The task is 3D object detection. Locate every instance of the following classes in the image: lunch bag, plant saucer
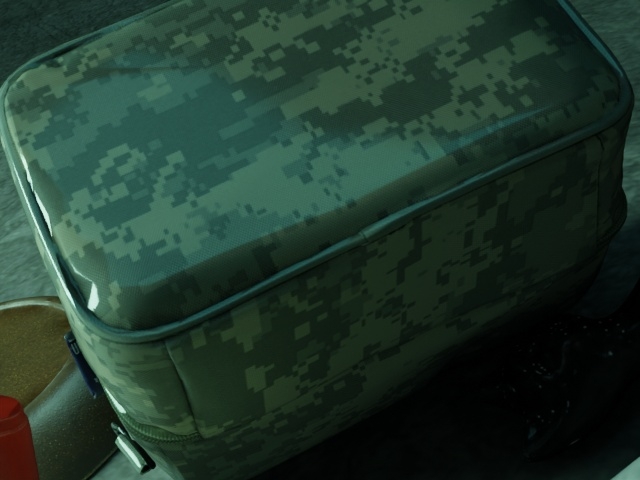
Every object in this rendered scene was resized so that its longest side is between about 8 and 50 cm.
[{"bbox_3d":[0.000,0.000,0.704,0.305,0.256,0.212,-26,53,-9],"label":"lunch bag"},{"bbox_3d":[-0.265,0.125,0.907,0.311,0.050,0.310,-19,24,9],"label":"plant saucer"}]

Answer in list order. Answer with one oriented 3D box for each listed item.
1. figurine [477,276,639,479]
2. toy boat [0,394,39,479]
[{"bbox_3d":[0.190,0.072,0.597,0.209,0.092,0.215,-29,25,5],"label":"figurine"},{"bbox_3d":[-0.085,0.176,0.536,0.267,0.148,0.318,-10,18,-36],"label":"toy boat"}]
